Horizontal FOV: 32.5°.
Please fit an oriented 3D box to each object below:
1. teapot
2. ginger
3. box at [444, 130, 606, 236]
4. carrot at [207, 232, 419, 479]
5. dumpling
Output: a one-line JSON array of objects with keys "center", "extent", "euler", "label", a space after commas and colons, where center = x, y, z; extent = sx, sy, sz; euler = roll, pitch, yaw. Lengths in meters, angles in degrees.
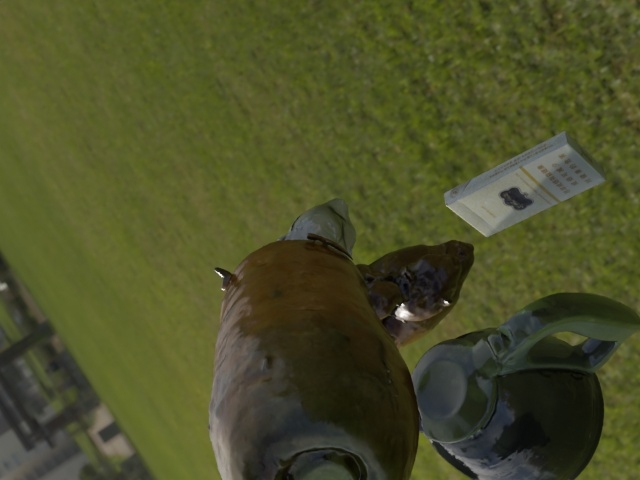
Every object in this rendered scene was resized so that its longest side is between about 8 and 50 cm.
[{"center": [0.272, 0.218, 1.516], "extent": [0.321, 0.239, 0.239], "euler": [-19, 62, 38], "label": "teapot"}, {"center": [0.100, 0.095, 1.811], "extent": [0.152, 0.357, 0.274], "euler": [62, 150, 17], "label": "ginger"}, {"center": [0.239, -0.063, 1.289], "extent": [0.090, 0.167, 0.024], "euler": [34, -139, -38], "label": "box"}, {"center": [-0.015, 0.159, 1.203], "extent": [0.341, 0.224, 0.224], "euler": [-107, -7, -63], "label": "carrot"}, {"center": [0.000, 0.000, 2.149], "extent": [0.127, 0.188, 0.108], "euler": [48, 158, -2], "label": "dumpling"}]
